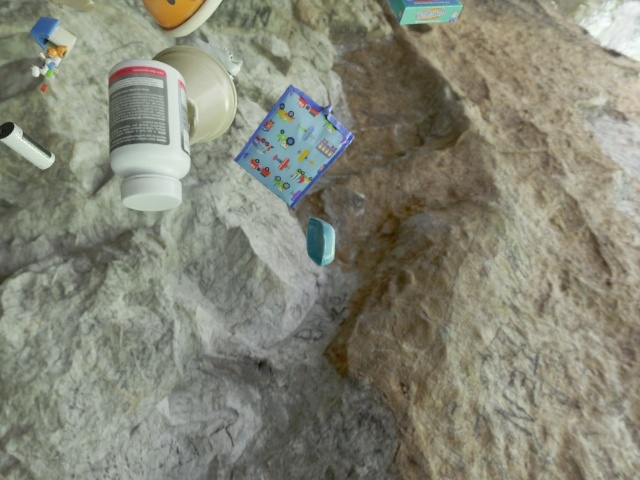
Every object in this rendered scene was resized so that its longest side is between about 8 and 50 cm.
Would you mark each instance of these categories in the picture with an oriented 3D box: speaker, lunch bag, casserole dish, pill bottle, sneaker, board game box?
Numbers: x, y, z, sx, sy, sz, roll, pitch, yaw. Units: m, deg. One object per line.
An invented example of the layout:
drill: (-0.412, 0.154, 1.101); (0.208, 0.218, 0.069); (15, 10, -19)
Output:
speaker: (-0.768, -0.246, 1.083); (0.055, 0.136, 0.055); (-4, -115, 10)
lunch bag: (-0.067, -0.274, 1.173); (0.221, 0.293, 0.138); (39, -141, -13)
casserole dish: (0.000, 0.000, 1.061); (0.036, 0.114, 0.188); (-1, -169, -14)
pill bottle: (-0.402, -0.240, 0.979); (0.176, 0.176, 0.319); (-3, -102, -18)
sneaker: (-0.448, -0.803, 1.795); (0.235, 0.095, 0.090); (38, -167, -6)
board game box: (0.238, -0.635, 1.048); (0.160, 0.047, 0.210); (-11, -116, -16)

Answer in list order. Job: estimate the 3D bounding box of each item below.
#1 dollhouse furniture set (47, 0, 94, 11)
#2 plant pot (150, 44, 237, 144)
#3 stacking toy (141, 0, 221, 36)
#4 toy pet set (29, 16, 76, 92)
dollhouse furniture set: (-0.785, -0.968, 1.352); (0.173, 0.303, 0.356); (7, -134, -30)
plant pot: (-0.467, -0.435, 1.351); (0.333, 0.334, 0.306); (9, -149, -4)
stacking toy: (-0.483, -0.810, 1.065); (0.479, 0.351, 0.351); (25, -160, -49)
toy pet set: (-0.511, -0.356, 0.769); (0.065, 0.122, 0.114); (32, -115, -33)
